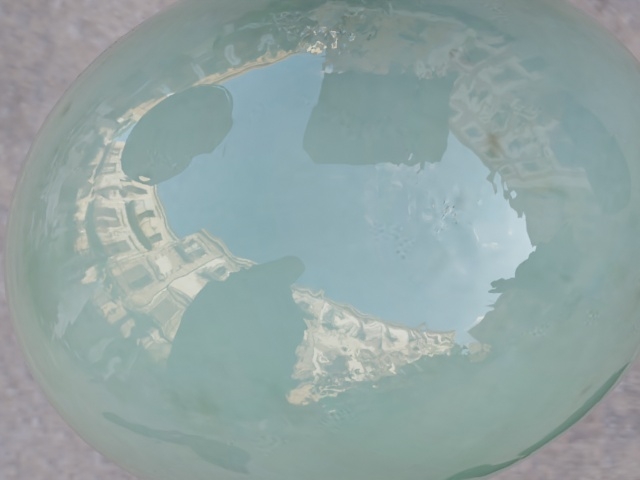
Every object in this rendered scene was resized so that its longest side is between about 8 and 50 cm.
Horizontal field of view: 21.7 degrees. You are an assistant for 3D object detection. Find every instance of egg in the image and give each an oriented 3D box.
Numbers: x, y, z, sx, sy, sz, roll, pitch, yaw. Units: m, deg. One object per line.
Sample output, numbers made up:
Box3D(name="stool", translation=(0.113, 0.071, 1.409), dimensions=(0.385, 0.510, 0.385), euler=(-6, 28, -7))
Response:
Box3D(name="egg", translation=(0.000, 0.000, 0.834), dimensions=(0.389, 0.276, 0.276), euler=(-14, 77, 45))
